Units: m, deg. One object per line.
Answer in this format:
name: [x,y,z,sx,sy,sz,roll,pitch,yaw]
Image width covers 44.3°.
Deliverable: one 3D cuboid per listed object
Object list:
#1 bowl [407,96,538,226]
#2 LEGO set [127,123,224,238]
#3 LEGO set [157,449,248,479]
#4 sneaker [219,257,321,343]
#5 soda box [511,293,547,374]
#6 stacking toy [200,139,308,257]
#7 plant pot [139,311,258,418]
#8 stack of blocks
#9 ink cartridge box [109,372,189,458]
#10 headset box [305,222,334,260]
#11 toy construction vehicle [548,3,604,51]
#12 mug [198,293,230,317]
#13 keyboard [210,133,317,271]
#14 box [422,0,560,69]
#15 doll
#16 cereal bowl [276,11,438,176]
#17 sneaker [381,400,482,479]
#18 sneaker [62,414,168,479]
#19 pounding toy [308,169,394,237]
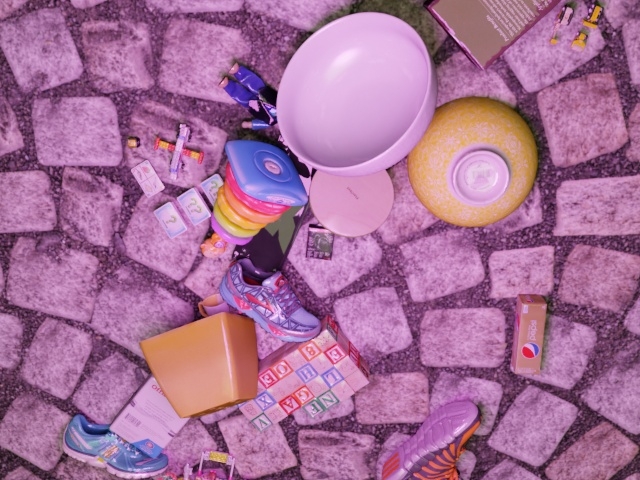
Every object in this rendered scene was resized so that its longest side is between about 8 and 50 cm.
bowl: [0.332,-0.150,1.674,0.289,0.156,0.289,1,108,2]
LEGO set: [-0.330,-0.144,1.754,0.182,0.060,0.244,-28,98,15]
LEGO set: [-0.311,0.594,1.967,0.287,0.132,0.107,6,104,-22]
sneaker: [-0.107,0.134,1.785,0.262,0.104,0.125,29,124,6]
soda box: [0.486,0.220,1.836,0.058,0.061,0.181,2,108,2]
stacking toy: [-0.179,-0.058,1.712,0.175,0.166,0.302,9,134,-39]
plant pot: [-0.253,0.292,1.786,0.212,0.212,0.187,-20,75,10]
stack of blocks: [-0.050,0.337,1.890,0.297,0.087,0.171,-35,103,13]
ink cartridge box: [-0.404,0.421,1.941,0.139,0.082,0.191,38,105,-9]
headset box: [0.000,0.000,1.805,0.062,0.032,0.083,6,108,1]
toy construction vehicle: [0.528,-0.448,1.632,0.086,0.035,0.098,12,111,-12]
mug: [-0.246,0.166,1.869,0.062,0.078,0.064,-25,118,-23]
keyboard: [-0.129,-0.091,1.785,0.201,0.033,0.317,22,107,-5]
box: [0.336,-0.475,1.559,0.203,0.167,0.168,-40,102,15]
doll: [-0.131,-0.298,1.707,0.189,0.046,0.129,37,97,-15]
cereal bowl: [0.086,-0.281,1.606,0.339,0.141,0.339,-7,72,23]
sneaker: [0.314,0.532,1.930,0.180,0.124,0.321,37,117,-13]
sneaker: [-0.512,0.519,1.973,0.275,0.107,0.110,19,99,-3]
pounding toy: [0.056,-0.118,1.730,0.183,0.110,0.237,-16,85,-5]
